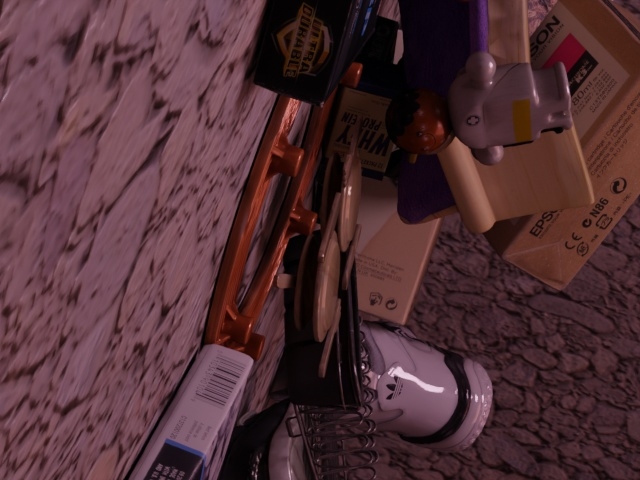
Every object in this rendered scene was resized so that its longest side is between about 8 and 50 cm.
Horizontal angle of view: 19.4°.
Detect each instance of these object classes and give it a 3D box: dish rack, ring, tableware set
[{"bbox_3d":[0.014,0.140,1.714,0.208,0.074,0.272,-91,172,-46],"label":"dish rack"},{"bbox_3d":[-0.023,-0.037,1.469,0.336,0.032,0.337,18,90,-85],"label":"ring"},{"bbox_3d":[0.000,0.000,1.481,0.194,0.039,0.128,-75,168,-50],"label":"tableware set"}]

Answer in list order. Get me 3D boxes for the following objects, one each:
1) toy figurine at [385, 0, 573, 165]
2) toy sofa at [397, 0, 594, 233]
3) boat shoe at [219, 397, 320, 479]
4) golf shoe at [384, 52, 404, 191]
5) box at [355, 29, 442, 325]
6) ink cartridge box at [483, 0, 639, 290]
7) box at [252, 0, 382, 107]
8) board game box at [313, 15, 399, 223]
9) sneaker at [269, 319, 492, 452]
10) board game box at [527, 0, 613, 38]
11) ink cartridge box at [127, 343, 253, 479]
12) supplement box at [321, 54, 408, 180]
[{"bbox_3d":[0.101,-0.159,1.413,0.213,0.148,0.210,-57,138,-84],"label":"toy figurine"},{"bbox_3d":[0.137,-0.192,1.681,0.150,0.177,0.363,66,20,-48],"label":"toy sofa"},{"bbox_3d":[-0.053,0.209,1.783,0.302,0.091,0.114,15,67,-84],"label":"boat shoe"},{"bbox_3d":[0.092,-0.101,1.909,0.120,0.105,0.273,-51,161,-13],"label":"golf shoe"},{"bbox_3d":[0.090,-0.070,2.117,0.148,0.121,0.311,-1,110,-84],"label":"box"},{"bbox_3d":[0.233,-0.102,1.765,0.235,0.088,0.193,-54,-148,15],"label":"ink cartridge box"},{"bbox_3d":[0.024,-0.214,1.179,0.175,0.051,0.220,-61,169,-65],"label":"box"},{"bbox_3d":[0.035,-0.116,1.863,0.126,0.026,0.186,94,15,-74],"label":"board game box"},{"bbox_3d":[0.025,0.144,2.197,0.366,0.210,0.137,13,-97,60],"label":"sneaker"},{"bbox_3d":[0.240,-0.265,2.230,0.141,0.232,0.291,-28,171,-3],"label":"board game box"},{"bbox_3d":[-0.113,0.209,1.318,0.206,0.045,0.208,-64,173,-60],"label":"ink cartridge box"},{"bbox_3d":[0.038,-0.110,1.650,0.083,0.056,0.083,-90,-164,-67],"label":"supplement box"}]
